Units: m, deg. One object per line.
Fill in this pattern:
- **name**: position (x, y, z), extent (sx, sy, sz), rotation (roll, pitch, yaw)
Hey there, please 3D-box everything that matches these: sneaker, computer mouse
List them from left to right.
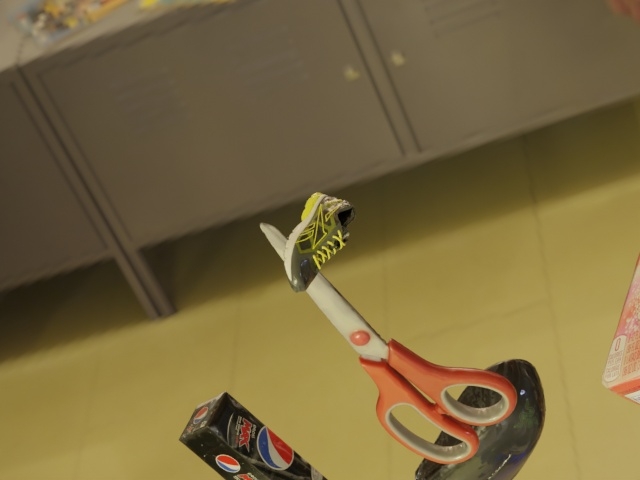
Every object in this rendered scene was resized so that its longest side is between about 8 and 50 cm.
- **sneaker**: position (0.000, 0.000, 1.067), extent (0.035, 0.031, 0.083), rotation (3, 55, 23)
- **computer mouse**: position (0.196, 0.271, 1.854), extent (0.072, 0.188, 0.272), rotation (47, 116, 50)

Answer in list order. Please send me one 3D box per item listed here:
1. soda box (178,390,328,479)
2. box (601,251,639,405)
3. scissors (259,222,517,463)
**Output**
- **soda box**: position (-0.069, 0.242, 1.672), extent (0.060, 0.169, 0.053), rotation (-30, 24, 44)
- **box**: position (0.288, 0.015, 0.778), extent (0.300, 0.154, 0.142), rotation (135, 157, -67)
- **scissors**: position (0.035, 0.092, 1.228), extent (0.109, 0.297, 0.021), rotation (-40, 31, 30)
